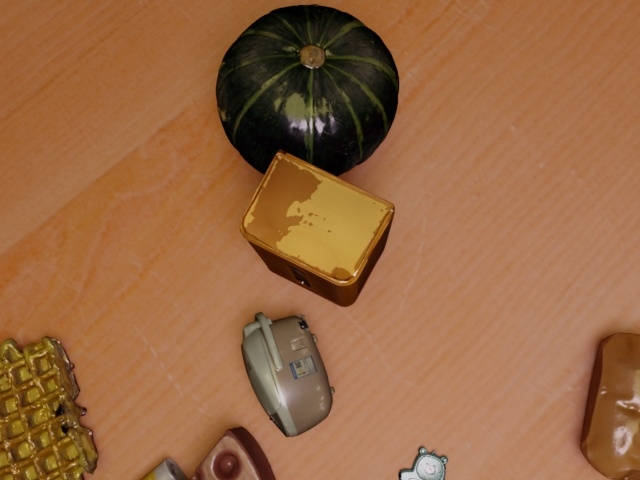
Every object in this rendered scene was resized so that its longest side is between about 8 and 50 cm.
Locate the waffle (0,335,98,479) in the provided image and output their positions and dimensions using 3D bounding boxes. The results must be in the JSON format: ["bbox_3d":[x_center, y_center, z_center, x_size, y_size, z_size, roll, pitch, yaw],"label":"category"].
[{"bbox_3d":[-0.497,0.324,0.953,0.283,0.065,0.309,18,81,9],"label":"waffle"}]

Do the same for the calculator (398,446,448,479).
[{"bbox_3d":[0.170,0.419,0.919,0.094,0.019,0.141,16,78,9],"label":"calculator"}]

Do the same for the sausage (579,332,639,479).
[{"bbox_3d":[0.497,0.267,0.890,0.136,0.120,0.241,18,78,19],"label":"sausage"}]

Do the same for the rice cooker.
[{"bbox_3d":[-0.056,0.215,0.919,0.127,0.145,0.206,-14,72,-13],"label":"rice cooker"}]

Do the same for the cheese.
[{"bbox_3d":[-0.151,0.392,0.892,0.203,0.128,0.177,6,74,8],"label":"cheese"}]

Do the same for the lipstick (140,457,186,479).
[{"bbox_3d":[-0.340,0.469,0.910,0.264,0.059,0.059,-40,78,-7],"label":"lipstick"}]

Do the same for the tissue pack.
[{"bbox_3d":[0.000,0.000,0.901,0.195,0.274,0.145,24,80,9],"label":"tissue pack"}]

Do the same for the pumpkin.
[{"bbox_3d":[-0.023,-0.252,0.973,0.323,0.241,0.323,2,63,-3],"label":"pumpkin"}]
